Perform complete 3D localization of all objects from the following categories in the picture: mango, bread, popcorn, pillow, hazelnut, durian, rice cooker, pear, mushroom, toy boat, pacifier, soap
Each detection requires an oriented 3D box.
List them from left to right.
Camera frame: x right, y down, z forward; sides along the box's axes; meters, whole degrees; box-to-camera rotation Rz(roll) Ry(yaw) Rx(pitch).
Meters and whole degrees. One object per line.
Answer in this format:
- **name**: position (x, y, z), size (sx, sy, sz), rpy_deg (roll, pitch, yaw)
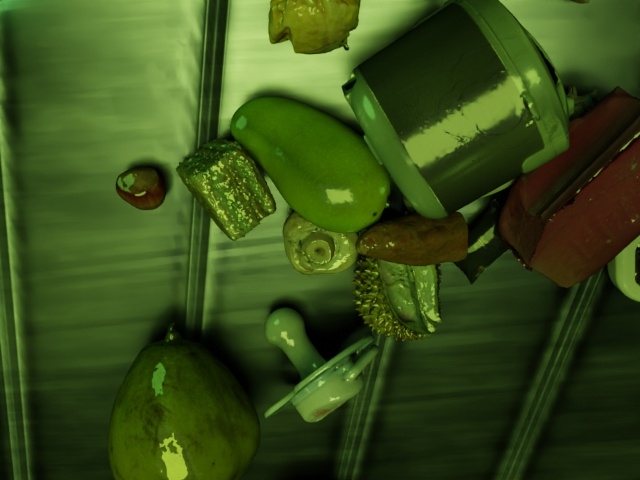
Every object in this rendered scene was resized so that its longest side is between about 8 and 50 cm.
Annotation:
- **hazelnut**: position (-0.316, -0.092, 1.001), size (0.086, 0.086, 0.086), rpy_deg (0, 115, 0)
- **pear**: position (-0.273, 0.346, 1.100), size (0.287, 0.287, 0.375), rpy_deg (-6, 92, 3)
- **bread**: position (-0.161, -0.091, 0.940), size (0.102, 0.196, 0.138), rpy_deg (-35, 111, -13)
- **pacifier**: position (-0.019, 0.225, 1.105), size (0.226, 0.238, 0.287), rpy_deg (53, 136, 10)
- **mango**: position (-0.014, -0.130, 0.920), size (0.293, 0.175, 0.143), rpy_deg (38, 145, 6)
- **popcorn**: position (-0.011, -0.345, 0.836), size (0.148, 0.167, 0.152), rpy_deg (-28, 95, -26)
- **mushroom**: position (0.000, 0.000, 1.019), size (0.148, 0.112, 0.148), rpy_deg (2, 108, 6)
- **durian**: position (0.131, 0.066, 1.040), size (0.193, 0.237, 0.138), rpy_deg (21, 158, -29)
- **rice cooker**: position (0.205, -0.201, 0.841), size (0.277, 0.288, 0.288), rpy_deg (-32, 111, 13)
- **pillow**: position (0.304, 0.006, 1.053), size (0.090, 0.048, 0.150), rpy_deg (36, 111, -22)
- **toy boat**: position (0.456, -0.165, 0.970), size (0.084, 0.066, 0.210), rpy_deg (-9, 130, 41)
- **soap**: position (0.435, -0.070, 0.918), size (0.220, 0.127, 0.325), rpy_deg (22, 124, -30)

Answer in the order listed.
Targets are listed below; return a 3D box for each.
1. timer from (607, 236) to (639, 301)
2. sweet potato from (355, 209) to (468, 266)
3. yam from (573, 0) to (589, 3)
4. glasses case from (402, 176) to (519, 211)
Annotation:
- **timer**: position (0.655, -0.010, 1.023), size (0.262, 0.087, 0.237), rpy_deg (-11, 114, 6)
- **sweet potato**: position (0.161, -0.005, 0.935), size (0.252, 0.097, 0.097), rpy_deg (-3, 121, -37)
- **yam**: position (0.310, -0.419, 0.853), size (0.241, 0.057, 0.056), rpy_deg (17, 114, -8)
- **glasses case**: position (0.246, -0.096, 0.991), size (0.204, 0.081, 0.051), rpy_deg (-17, 112, 7)
